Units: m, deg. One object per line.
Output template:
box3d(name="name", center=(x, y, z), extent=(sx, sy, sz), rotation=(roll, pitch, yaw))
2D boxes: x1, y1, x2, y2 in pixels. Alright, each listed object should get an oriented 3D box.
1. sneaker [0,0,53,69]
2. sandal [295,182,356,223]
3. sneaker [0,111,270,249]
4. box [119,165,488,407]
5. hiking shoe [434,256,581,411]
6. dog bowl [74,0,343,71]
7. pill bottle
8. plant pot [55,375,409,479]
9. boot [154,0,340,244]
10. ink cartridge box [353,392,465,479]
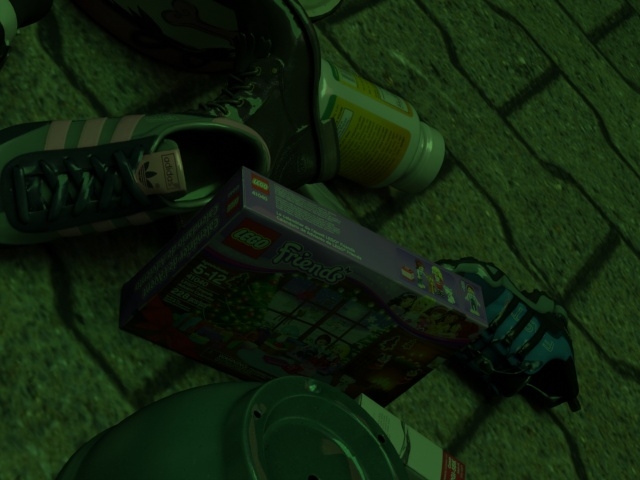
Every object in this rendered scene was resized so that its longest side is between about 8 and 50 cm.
box3d(name="sneaker", center=(-0.351, -0.172, 1.308), extent=(0.330, 0.122, 0.146), rotation=(-30, 99, -60))
box3d(name="sandal", center=(0.006, 0.004, 1.559), extent=(0.102, 0.076, 0.265), rotation=(36, 11, -42))
box3d(name="sneaker", center=(-0.192, -0.062, 1.269), extent=(0.319, 0.131, 0.112), rotation=(-17, 101, -33))
box3d(name="box", center=(-0.015, 0.064, 1.348), extent=(0.293, 0.201, 0.057), rotation=(26, 39, -29))
box3d(name="hiking shoe", center=(0.198, 0.109, 1.620), extent=(0.304, 0.113, 0.132), rotation=(16, 44, -39))
box3d(name="dog bowl", center=(-0.169, -0.373, 1.668), extent=(0.408, 0.150, 0.408), rotation=(30, 37, -26))
box3d(name="pill bottle", center=(0.045, -0.131, 1.690), extent=(0.208, 0.117, 0.118), rotation=(22, 41, -33))
box3d(name="plant pot", center=(-0.048, 0.231, 1.144), extent=(0.293, 0.196, 0.293), rotation=(29, 38, -25))
box3d(name="boot", center=(-0.103, -0.131, 1.440), extent=(0.229, 0.091, 0.263), rotation=(-23, 99, -32))
box3d(name="ink cartridge box", center=(0.057, 0.222, 1.358), extent=(0.135, 0.099, 0.056), rotation=(37, 35, -17))
